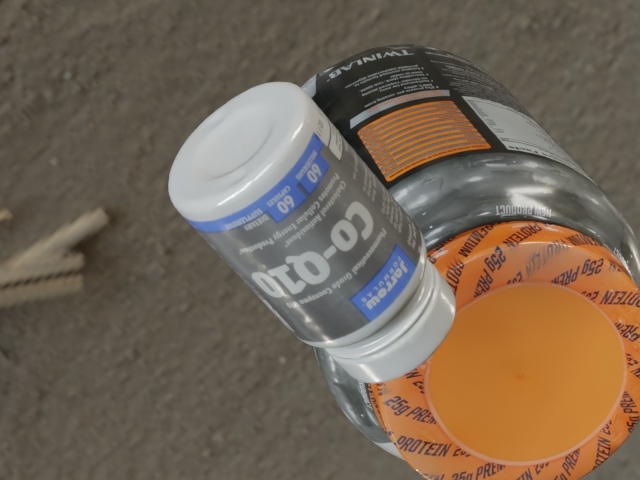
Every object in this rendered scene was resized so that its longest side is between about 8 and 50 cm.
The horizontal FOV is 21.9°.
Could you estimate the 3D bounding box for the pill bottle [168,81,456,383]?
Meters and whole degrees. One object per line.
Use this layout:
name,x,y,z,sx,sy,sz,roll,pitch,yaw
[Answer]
pill bottle,0.000,0.000,0.758,0.078,0.078,0.137,-44,122,-4

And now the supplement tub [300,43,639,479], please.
supplement tub,0.081,0.012,1.064,0.207,0.338,0.207,-4,113,-9
